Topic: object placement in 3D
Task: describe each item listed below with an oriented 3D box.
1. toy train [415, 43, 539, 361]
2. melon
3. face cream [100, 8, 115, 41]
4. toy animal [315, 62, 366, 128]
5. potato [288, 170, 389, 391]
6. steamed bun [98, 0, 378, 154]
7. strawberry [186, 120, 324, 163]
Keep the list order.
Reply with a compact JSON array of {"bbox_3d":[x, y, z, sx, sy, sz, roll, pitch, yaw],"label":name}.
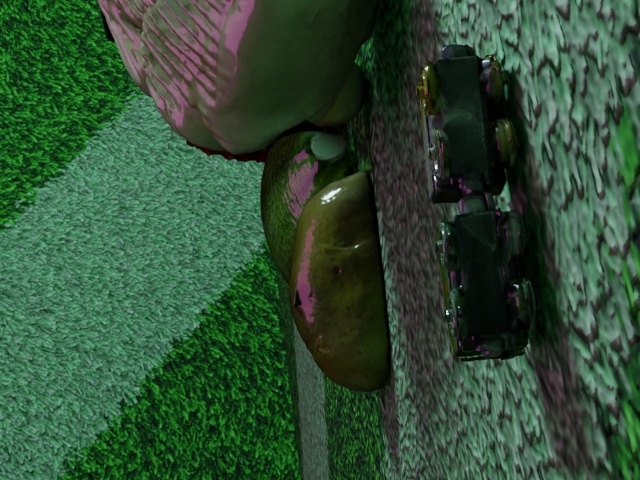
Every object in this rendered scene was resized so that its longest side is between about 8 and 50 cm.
[{"bbox_3d":[0.096,-0.023,0.658,0.081,0.060,0.202,84,-179,-75],"label":"toy train"},{"bbox_3d":[-0.023,-0.057,1.498,0.323,0.124,0.196,93,162,-65],"label":"melon"},{"bbox_3d":[-0.232,-0.489,1.959,0.219,0.357,0.313,-135,40,-81],"label":"face cream"},{"bbox_3d":[-0.021,-0.213,1.278,0.169,0.121,0.233,46,-174,-7],"label":"toy animal"},{"bbox_3d":[0.015,0.054,1.297,0.160,0.111,0.272,160,104,-82],"label":"potato"},{"bbox_3d":[-0.069,-0.278,1.075,0.339,0.247,0.352,48,144,30],"label":"steamed bun"},{"bbox_3d":[-0.064,-0.209,1.537,0.149,0.265,0.336,31,170,28],"label":"strawberry"}]
